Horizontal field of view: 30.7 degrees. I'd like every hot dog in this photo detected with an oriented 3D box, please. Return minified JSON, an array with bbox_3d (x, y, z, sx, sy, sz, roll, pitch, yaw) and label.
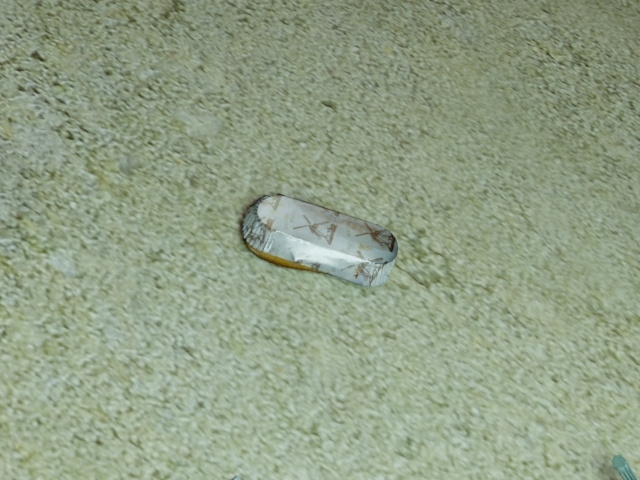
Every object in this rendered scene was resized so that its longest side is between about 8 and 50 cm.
[{"bbox_3d":[0.000,0.000,1.402,0.191,0.059,0.108,16,47,-3],"label":"hot dog"}]

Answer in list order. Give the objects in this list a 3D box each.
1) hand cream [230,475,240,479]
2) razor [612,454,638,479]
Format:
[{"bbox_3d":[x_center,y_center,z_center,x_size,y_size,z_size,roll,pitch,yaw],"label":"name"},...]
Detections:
[{"bbox_3d":[-0.066,0.279,1.183,0.030,0.019,0.093,-32,58,-32],"label":"hand cream"},{"bbox_3d":[0.254,0.349,1.188,0.278,0.056,0.111,-39,103,-30],"label":"razor"}]
